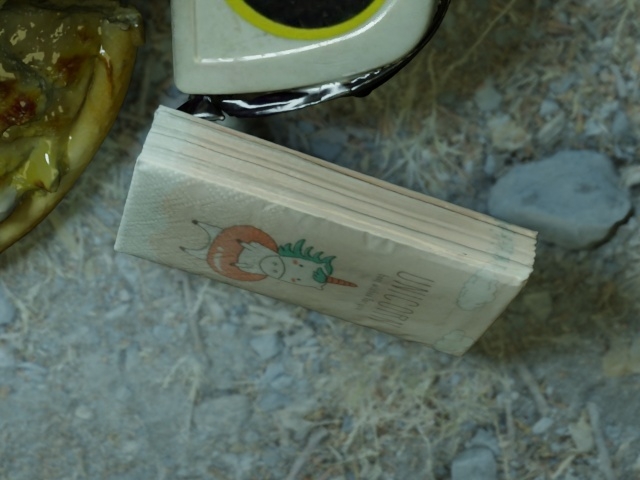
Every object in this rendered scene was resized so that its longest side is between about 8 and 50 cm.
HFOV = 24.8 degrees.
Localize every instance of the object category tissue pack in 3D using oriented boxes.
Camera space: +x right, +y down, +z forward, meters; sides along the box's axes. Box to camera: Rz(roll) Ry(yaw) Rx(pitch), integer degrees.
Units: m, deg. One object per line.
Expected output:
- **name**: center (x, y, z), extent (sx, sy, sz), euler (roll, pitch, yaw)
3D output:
- **tissue pack**: center (0.000, 0.000, 1.210), extent (0.325, 0.071, 0.170), euler (18, 149, -7)

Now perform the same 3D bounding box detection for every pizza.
- **pizza**: center (-0.290, -0.093, 1.179), extent (0.223, 0.089, 0.323), euler (28, 118, -30)

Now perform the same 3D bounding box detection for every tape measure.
- **tape measure**: center (0.002, -0.215, 1.130), extent (0.231, 0.133, 0.271), euler (6, 115, 7)

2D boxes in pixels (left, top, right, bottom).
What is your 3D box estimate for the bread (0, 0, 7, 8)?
- **bread**: center (-0.372, -0.236, 1.076), extent (0.345, 0.242, 0.405), euler (31, 129, -5)
